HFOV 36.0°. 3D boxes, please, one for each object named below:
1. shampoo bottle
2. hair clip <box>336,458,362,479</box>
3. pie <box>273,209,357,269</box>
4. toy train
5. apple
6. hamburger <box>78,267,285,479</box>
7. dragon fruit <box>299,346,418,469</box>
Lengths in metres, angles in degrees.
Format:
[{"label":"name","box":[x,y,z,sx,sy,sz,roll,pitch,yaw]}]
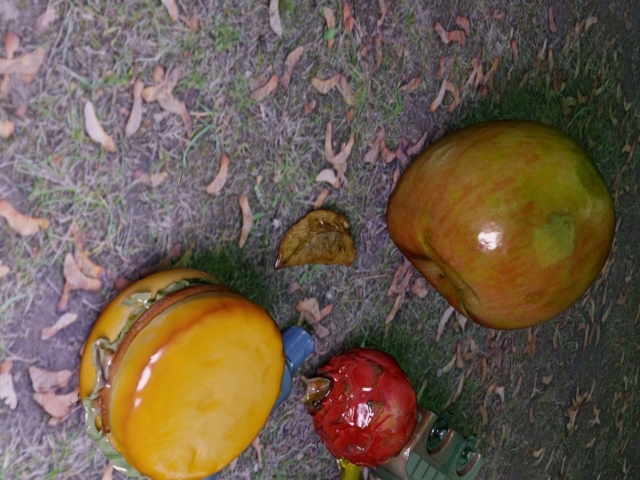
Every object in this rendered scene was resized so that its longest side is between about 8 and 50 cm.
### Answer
[{"label":"shampoo bottle","box":[-0.099,0.210,1.332,0.258,0.061,0.104,-45,137,-37]},{"label":"hair clip","box":[0.043,0.419,1.623,0.072,0.046,0.173,-11,109,-50]},{"label":"pie","box":[0.000,0.000,1.422,0.170,0.034,0.092,4,101,-49]},{"label":"toy train","box":[0.170,0.361,1.716,0.159,0.129,0.326,-60,144,-12]},{"label":"apple","box":[0.290,-0.033,1.566,0.339,0.339,0.340,-25,122,-49]},{"label":"hamburger","box":[-0.169,0.144,1.113,0.246,0.170,0.246,-22,124,-36]},{"label":"dragon fruit","box":[0.064,0.250,1.491,0.172,0.172,0.209,-59,134,-23]}]
